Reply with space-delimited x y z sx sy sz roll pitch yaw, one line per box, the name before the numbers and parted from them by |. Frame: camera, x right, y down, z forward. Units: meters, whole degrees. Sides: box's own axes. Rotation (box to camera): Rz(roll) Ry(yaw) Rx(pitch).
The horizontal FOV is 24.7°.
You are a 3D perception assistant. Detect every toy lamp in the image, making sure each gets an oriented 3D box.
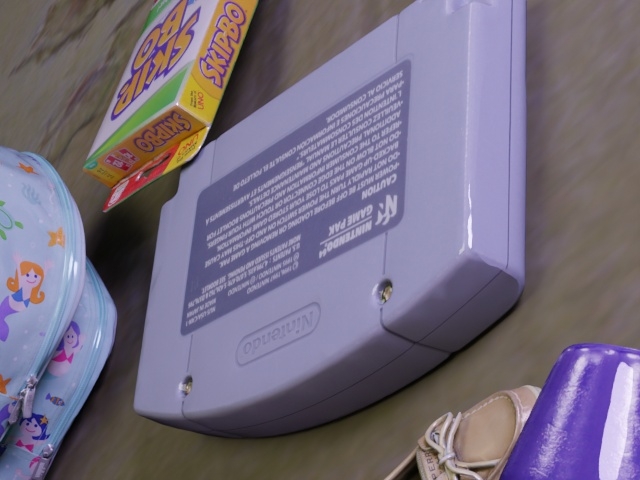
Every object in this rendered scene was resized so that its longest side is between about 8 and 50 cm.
toy lamp | 0.086 0.174 0.531 0.080 0.080 0.274 -4 69 56

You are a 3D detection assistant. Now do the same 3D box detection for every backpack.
backpack | -0.257 0.053 1.028 0.225 0.191 0.253 46 117 54

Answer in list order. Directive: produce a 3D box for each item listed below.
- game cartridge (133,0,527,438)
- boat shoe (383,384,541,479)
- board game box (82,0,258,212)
game cartridge | 0.000 0.000 0.801 0.297 0.062 0.198 -28 52 47
boat shoe | 0.045 0.119 0.654 0.153 0.048 0.056 -48 36 30
board game box | -0.088 -0.144 1.004 0.124 0.039 0.259 -27 40 48
